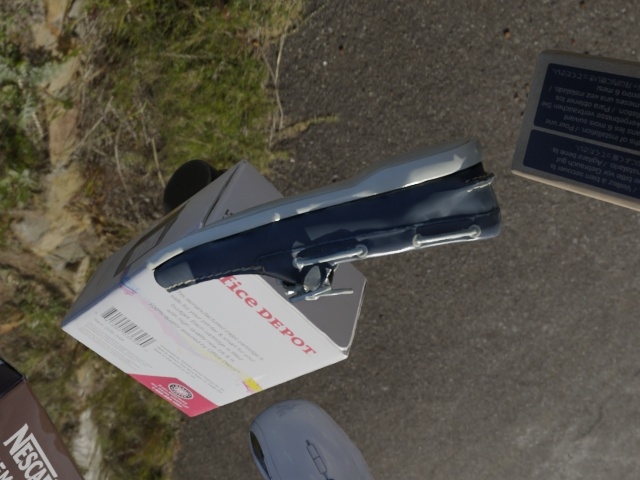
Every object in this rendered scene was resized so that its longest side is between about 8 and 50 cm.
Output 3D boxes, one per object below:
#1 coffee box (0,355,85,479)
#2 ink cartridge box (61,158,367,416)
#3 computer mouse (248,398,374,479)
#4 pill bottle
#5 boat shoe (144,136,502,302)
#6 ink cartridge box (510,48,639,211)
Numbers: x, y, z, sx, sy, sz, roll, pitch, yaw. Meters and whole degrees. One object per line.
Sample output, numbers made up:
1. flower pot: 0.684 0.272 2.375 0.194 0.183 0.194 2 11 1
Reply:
1. coffee box: -0.279 0.179 0.371 0.098 0.246 0.141 23 138 28
2. ink cartridge box: -0.131 0.076 0.781 0.306 0.131 0.226 -29 117 35
3. computer mouse: 0.002 0.173 0.450 0.106 0.193 0.042 -22 130 -20
4. pill bottle: -0.130 -0.035 0.984 0.123 0.123 0.219 -24 147 26
5. boat shoe: 0.000 0.000 0.459 0.254 0.095 0.079 -19 99 4
6. ink cartridge box: 0.275 -0.066 0.433 0.234 0.193 0.088 -10 118 -44
